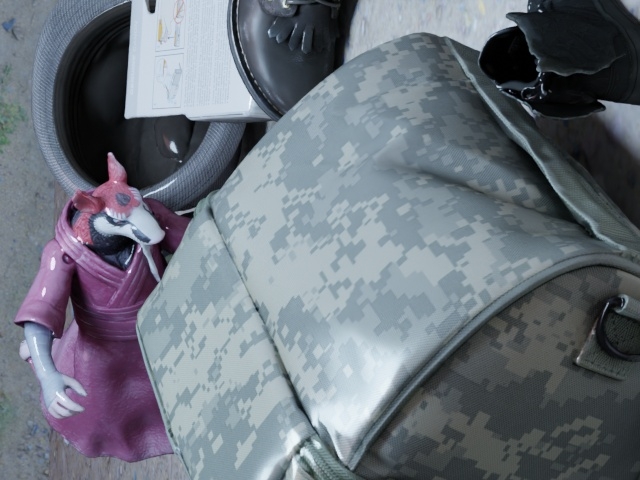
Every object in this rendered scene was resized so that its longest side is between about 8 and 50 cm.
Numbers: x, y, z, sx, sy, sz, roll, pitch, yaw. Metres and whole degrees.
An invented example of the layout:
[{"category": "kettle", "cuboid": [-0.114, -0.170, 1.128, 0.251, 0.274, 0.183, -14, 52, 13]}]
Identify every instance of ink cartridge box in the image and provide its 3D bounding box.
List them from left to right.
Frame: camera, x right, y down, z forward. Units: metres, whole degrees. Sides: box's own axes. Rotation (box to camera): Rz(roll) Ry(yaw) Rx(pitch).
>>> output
[{"category": "ink cartridge box", "cuboid": [-0.092, -0.257, 1.476, 0.261, 0.066, 0.296, 5, 92, 60]}]

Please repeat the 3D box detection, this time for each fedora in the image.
[{"category": "fedora", "cuboid": [-0.166, -0.138, 1.640, 0.124, 0.244, 0.275, 36, -148, -62]}]

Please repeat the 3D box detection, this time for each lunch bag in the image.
[{"category": "lunch bag", "cuboid": [0.059, 0.047, 0.885, 0.256, 0.213, 0.305, -59, 30, 21]}]

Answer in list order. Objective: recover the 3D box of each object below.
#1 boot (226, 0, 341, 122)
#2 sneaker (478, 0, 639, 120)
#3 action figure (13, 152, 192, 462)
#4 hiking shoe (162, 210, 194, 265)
[{"category": "boot", "cuboid": [0.007, -0.217, 1.249, 0.229, 0.091, 0.263, 11, 108, 64]}, {"category": "sneaker", "cuboid": [0.124, -0.108, 0.868, 0.170, 0.089, 0.051, -122, 35, -58]}, {"category": "action figure", "cuboid": [-0.180, 0.048, 1.557, 0.275, 0.248, 0.370, -124, 21, -44]}, {"category": "hiking shoe", "cuboid": [-0.127, 0.054, 1.710, 0.227, 0.086, 0.114, 107, 143, -56]}]
